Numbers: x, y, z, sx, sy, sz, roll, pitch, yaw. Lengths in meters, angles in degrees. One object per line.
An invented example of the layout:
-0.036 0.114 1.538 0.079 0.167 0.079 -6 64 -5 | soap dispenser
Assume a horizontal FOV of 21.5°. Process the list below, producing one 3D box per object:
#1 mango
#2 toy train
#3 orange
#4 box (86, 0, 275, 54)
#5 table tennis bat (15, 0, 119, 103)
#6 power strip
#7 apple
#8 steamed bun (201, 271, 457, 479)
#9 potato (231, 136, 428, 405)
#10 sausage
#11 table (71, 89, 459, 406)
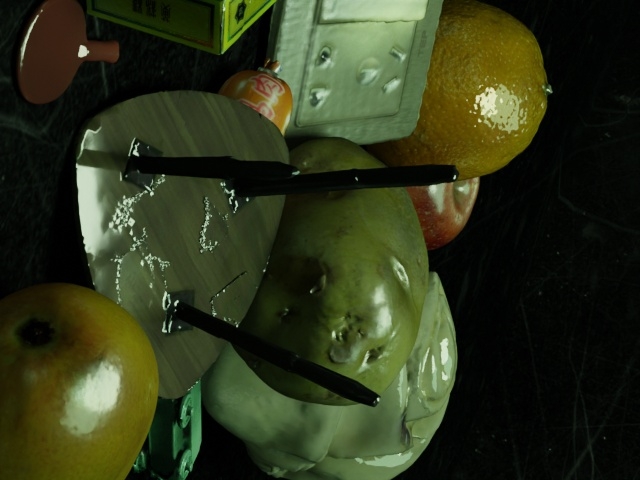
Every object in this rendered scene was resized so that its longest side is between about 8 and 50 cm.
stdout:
-0.236 0.153 1.519 0.317 0.173 0.211 77 36 -70 | mango
-0.171 0.203 1.923 0.099 0.070 0.172 -67 165 -48 | toy train
0.171 -0.198 2.206 0.264 0.264 0.264 19 90 -72 | orange
-0.100 -0.260 1.547 0.220 0.141 0.064 -51 154 -49 | box
-0.221 -0.167 1.482 0.154 0.019 0.098 -13 119 -66 | table tennis bat
0.027 -0.237 1.990 0.257 0.092 0.251 -8 126 -38 | power strip
0.134 -0.083 2.401 0.201 0.162 0.201 -32 127 -56 | apple
0.042 0.149 2.135 0.342 0.255 0.368 -67 152 -24 | steamed bun
0.014 0.024 1.891 0.202 0.218 0.351 94 7 -48 | potato
-0.109 -0.066 1.794 0.093 0.093 0.312 73 39 -61 | sausage
-0.033 -0.016 1.622 0.317 0.249 0.317 -11 104 -51 | table
